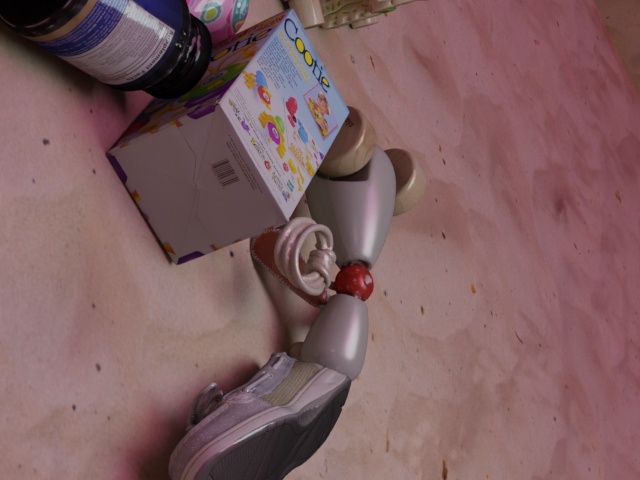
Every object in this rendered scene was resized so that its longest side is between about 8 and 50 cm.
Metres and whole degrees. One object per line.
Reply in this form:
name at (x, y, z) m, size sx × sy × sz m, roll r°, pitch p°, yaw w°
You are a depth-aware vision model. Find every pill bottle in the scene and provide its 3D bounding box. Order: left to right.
pill bottle at (-0.204, -0.218, 1.478) m, size 0.219 × 0.122 × 0.123 m, roll 28°, pitch 47°, yaw -55°

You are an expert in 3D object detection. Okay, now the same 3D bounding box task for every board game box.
board game box at (-0.090, -0.116, 1.619) m, size 0.144 × 0.142 × 0.275 m, roll 60°, pitch 26°, yaw -18°

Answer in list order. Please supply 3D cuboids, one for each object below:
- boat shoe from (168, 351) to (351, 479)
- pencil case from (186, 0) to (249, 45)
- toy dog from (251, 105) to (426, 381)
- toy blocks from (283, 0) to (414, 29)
boat shoe at (-0.072, 0.182, 1.498) m, size 0.320 × 0.103 × 0.118 m, roll -27°, pitch 142°, yaw -63°
pencil case at (-0.184, -0.304, 1.593) m, size 0.284 × 0.124 × 0.124 m, roll 31°, pitch 45°, yaw -56°
toy dog at (0.000, 0.000, 1.770) m, size 0.220 × 0.161 × 0.334 m, roll 59°, pitch 41°, yaw -30°
toy blocks at (0.081, -0.445, 2.061) m, size 0.309 × 0.288 × 0.260 m, roll -20°, pitch 96°, yaw -64°
